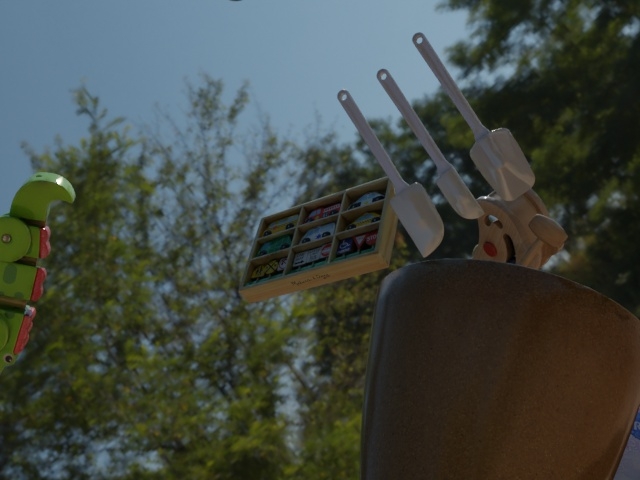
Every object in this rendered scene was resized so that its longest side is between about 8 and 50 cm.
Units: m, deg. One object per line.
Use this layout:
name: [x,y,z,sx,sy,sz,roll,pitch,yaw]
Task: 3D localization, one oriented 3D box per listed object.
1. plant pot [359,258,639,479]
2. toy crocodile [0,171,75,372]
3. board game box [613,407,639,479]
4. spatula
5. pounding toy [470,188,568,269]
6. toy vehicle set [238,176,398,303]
plant pot: [0.125,0.181,0.718,0.237,0.237,0.254,111,179,-63]
toy crocodile: [-0.439,0.065,1.296,0.115,0.105,0.341,-158,82,-78]
board game box: [0.571,0.426,1.372,0.066,0.318,0.318,100,-172,-48]
spatula: [0.133,-0.124,1.103,0.168,0.242,0.019,-36,-17,21]
pounding toy: [0.301,0.005,1.534,0.155,0.154,0.269,-34,-14,-26]
toy vehicle set: [0.000,0.000,1.451,0.267,0.035,0.166,-17,41,31]
